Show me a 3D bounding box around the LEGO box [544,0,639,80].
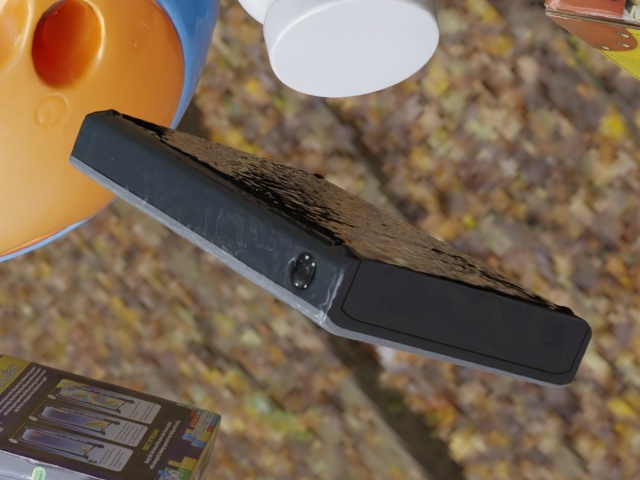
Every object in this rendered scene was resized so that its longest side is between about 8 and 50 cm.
[{"bbox_3d":[0.402,-0.220,1.256,0.193,0.372,0.500,17,176,41],"label":"LEGO box"}]

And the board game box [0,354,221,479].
[{"bbox_3d":[-0.137,0.121,1.061,0.141,0.048,0.170,14,-169,3],"label":"board game box"}]

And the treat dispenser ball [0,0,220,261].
[{"bbox_3d":[-0.189,-0.126,0.881,0.288,0.288,0.288,36,153,22],"label":"treat dispenser ball"}]

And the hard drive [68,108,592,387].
[{"bbox_3d":[0.000,0.000,0.545,0.094,0.022,0.135,16,-170,-40],"label":"hard drive"}]

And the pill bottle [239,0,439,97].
[{"bbox_3d":[0.002,-0.135,0.747,0.086,0.086,0.152,100,163,-60],"label":"pill bottle"}]
